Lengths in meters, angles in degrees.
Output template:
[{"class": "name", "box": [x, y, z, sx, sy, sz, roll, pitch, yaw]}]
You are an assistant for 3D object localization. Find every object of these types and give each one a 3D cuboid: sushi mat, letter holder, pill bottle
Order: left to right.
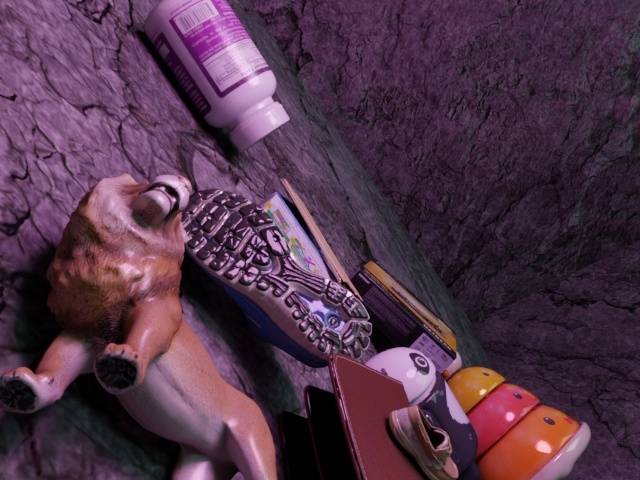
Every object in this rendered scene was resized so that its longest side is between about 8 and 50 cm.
[{"class": "pill bottle", "box": [-0.195, -0.334, 1.050, 0.301, 0.169, 0.169, 56, 15, -12]}, {"class": "sushi mat", "box": [0.000, 0.000, 1.200, 0.316, 0.019, 0.151, 59, 3, 31]}, {"class": "letter holder", "box": [0.044, 0.314, 0.621, 0.214, 0.152, 0.302, 38, 26, -49]}]

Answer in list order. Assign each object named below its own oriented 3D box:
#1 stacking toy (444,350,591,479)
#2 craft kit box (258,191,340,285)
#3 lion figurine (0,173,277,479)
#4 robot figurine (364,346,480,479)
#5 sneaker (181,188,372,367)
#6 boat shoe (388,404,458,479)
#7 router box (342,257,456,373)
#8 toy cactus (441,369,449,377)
[{"class": "stacking toy", "box": [0.461, 0.480, 1.490, 0.480, 0.350, 0.350, 47, 9, 25]}, {"class": "craft kit box", "box": [-0.054, 0.049, 0.994, 0.250, 0.061, 0.246, 56, 13, -12]}, {"class": "lion figurine", "box": [-0.132, 0.134, 0.489, 0.240, 0.142, 0.392, -96, 166, -73]}, {"class": "robot figurine", "box": [0.175, 0.328, 0.956, 0.173, 0.209, 0.278, -37, 97, -45]}, {"class": "sneaker", "box": [-0.090, 0.068, 0.742, 0.330, 0.147, 0.130, 44, 51, 3]}, {"class": "boat shoe", "box": [0.137, 0.254, 0.649, 0.135, 0.045, 0.050, 48, 20, -23]}, {"class": "router box", "box": [0.208, 0.187, 1.349, 0.309, 0.081, 0.243, 43, 13, 7]}, {"class": "toy cactus", "box": [0.270, 0.408, 1.285, 0.219, 0.112, 0.180, 67, 24, -4]}]
